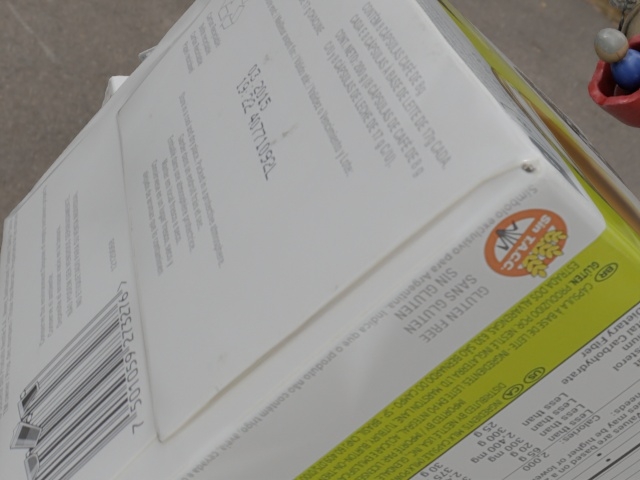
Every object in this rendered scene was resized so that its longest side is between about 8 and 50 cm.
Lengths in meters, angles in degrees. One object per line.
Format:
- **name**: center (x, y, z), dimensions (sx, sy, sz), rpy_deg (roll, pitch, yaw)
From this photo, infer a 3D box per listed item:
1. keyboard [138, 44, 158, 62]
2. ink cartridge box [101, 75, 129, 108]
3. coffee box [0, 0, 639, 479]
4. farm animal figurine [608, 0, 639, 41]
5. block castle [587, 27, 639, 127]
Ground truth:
- **keyboard**: center (-0.183, -0.205, 1.372), dimensions (0.256, 0.072, 0.014), rpy_deg (55, 30, -37)
- **ink cartridge box**: center (-0.306, -0.120, 1.534), dimensions (0.117, 0.201, 0.278), rpy_deg (-5, 67, -25)
- **coffee box**: center (0.032, 0.051, 0.557), dimensions (0.334, 0.338, 0.337), rpy_deg (32, 24, -35)
- **farm animal figurine**: center (0.514, -0.232, 1.060), dimensions (0.327, 0.172, 0.330), rpy_deg (13, 29, 6)
- **block castle**: center (0.406, -0.075, 0.670), dimensions (0.213, 0.303, 0.453), rpy_deg (35, 33, -29)
